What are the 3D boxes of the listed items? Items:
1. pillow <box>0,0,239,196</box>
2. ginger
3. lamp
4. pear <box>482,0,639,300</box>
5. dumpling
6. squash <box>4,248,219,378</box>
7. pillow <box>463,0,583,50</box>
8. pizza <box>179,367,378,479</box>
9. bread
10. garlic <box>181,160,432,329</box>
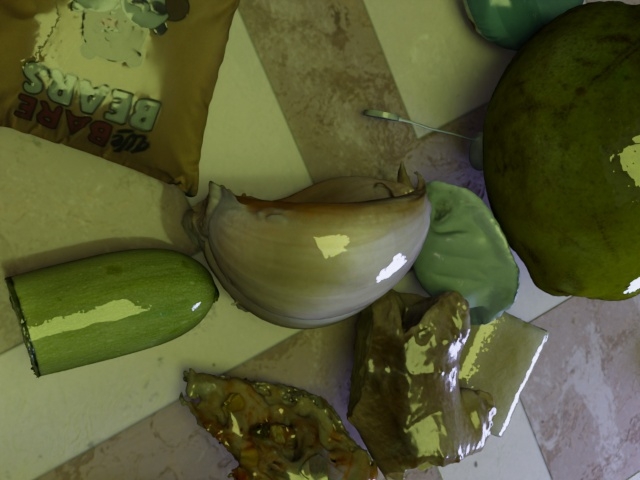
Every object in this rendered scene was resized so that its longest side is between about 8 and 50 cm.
[{"bbox_3d":[-0.250,-0.243,1.117,0.310,0.119,0.313,17,89,-24],"label":"pillow"},{"bbox_3d":[0.140,0.196,1.293,0.221,0.130,0.276,18,98,0],"label":"ginger"},{"bbox_3d":[0.148,-0.143,1.317,0.198,0.050,0.056,11,95,-22],"label":"lamp"},{"bbox_3d":[0.390,-0.123,1.264,0.351,0.352,0.414,9,89,-21],"label":"pear"},{"bbox_3d":[0.203,0.015,1.318,0.152,0.108,0.219,-7,113,21],"label":"dumpling"},{"bbox_3d":[-0.246,0.075,1.161,0.247,0.132,0.133,-15,102,-20],"label":"squash"},{"bbox_3d":[0.285,-0.383,1.320,0.214,0.086,0.234,-21,106,-22],"label":"pillow"},{"bbox_3d":[-0.054,0.261,1.241,0.297,0.071,0.189,45,52,10],"label":"pizza"},{"bbox_3d":[0.244,0.188,1.393,0.139,0.060,0.178,27,88,-21],"label":"bread"},{"bbox_3d":[0.000,0.000,1.182,0.312,0.286,0.250,2,57,-19],"label":"garlic"}]
